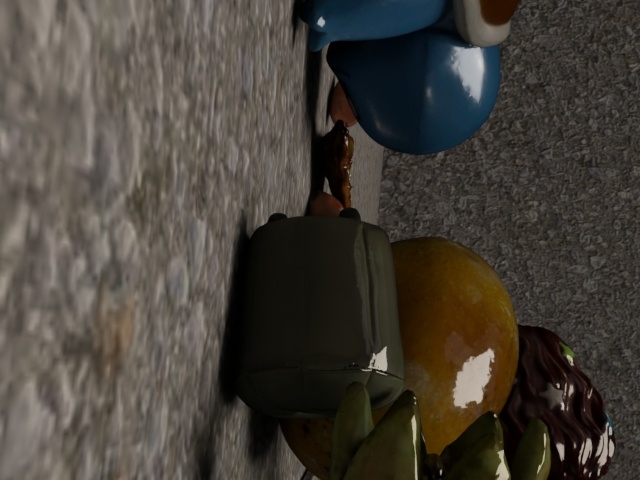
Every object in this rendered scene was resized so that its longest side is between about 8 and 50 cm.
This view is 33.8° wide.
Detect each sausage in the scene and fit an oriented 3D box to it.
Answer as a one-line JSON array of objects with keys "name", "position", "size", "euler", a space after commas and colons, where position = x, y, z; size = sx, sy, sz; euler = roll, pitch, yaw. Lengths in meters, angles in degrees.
[{"name": "sausage", "position": [0.027, -0.140, 1.053], "size": [0.083, 0.034, 0.034], "euler": [-81, 174, -60]}, {"name": "sausage", "position": [0.001, -0.001, 0.857], "size": [0.040, 0.047, 0.177], "euler": [-53, -176, 16]}]

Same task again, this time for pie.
[{"name": "pie", "position": [0.017, -0.063, 0.984], "size": [0.191, 0.033, 0.088], "euler": [-24, 109, -87]}]

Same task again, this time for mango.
[{"name": "mango", "position": [0.051, 0.077, 0.785], "size": [0.193, 0.146, 0.316], "euler": [-46, -172, 9]}]

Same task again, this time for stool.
[{"name": "stool", "position": [-0.001, 0.042, 0.583], "size": [0.096, 0.096, 0.110], "euler": [80, 10, -72]}]

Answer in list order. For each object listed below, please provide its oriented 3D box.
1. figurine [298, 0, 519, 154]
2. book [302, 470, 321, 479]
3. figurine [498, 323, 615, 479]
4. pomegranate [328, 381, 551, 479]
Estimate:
[{"name": "figurine", "position": [0.086, -0.276, 0.802], "size": [0.298, 0.243, 0.416], "euler": [-95, -154, -60]}, {"name": "book", "position": [-0.013, 0.307, 1.137], "size": [0.182, 0.014, 0.127], "euler": [28, 67, -84]}, {"name": "figurine", "position": [0.158, 0.181, 0.806], "size": [0.116, 0.175, 0.240], "euler": [131, -37, -59]}, {"name": "pomegranate", "position": [0.055, 0.258, 0.502], "size": [0.310, 0.216, 0.358], "euler": [15, 92, -75]}]
